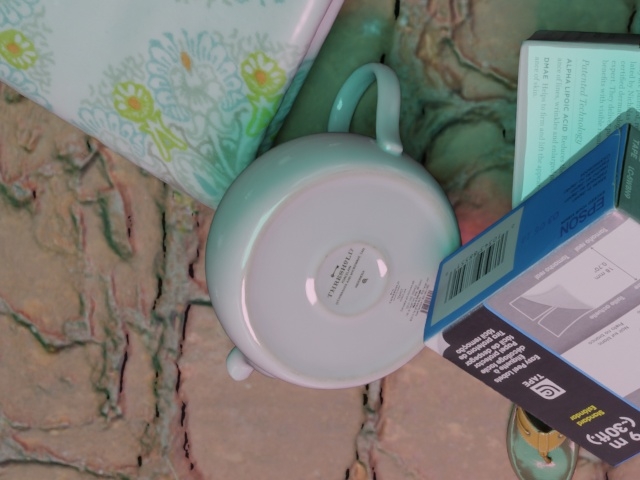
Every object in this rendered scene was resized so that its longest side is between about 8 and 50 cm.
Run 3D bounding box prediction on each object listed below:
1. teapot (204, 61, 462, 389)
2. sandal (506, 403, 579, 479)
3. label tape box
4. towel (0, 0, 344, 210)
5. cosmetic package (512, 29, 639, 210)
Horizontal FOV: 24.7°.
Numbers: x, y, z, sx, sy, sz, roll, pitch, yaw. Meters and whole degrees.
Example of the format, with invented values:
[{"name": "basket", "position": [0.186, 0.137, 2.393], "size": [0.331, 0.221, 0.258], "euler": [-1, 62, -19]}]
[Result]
[{"name": "teapot", "position": [0.000, 0.000, 1.362], "size": [0.256, 0.187, 0.252], "euler": [-27, 116, -8]}, {"name": "sandal", "position": [0.219, 0.163, 1.407], "size": [0.072, 0.049, 0.180], "euler": [11, 105, 11]}, {"name": "label tape box", "position": [0.294, 0.083, 1.240], "size": [0.333, 0.106, 0.240], "euler": [33, 135, -17]}, {"name": "towel", "position": [-0.149, -0.238, 1.343], "size": [0.320, 0.090, 0.374], "euler": [33, 126, 6]}, {"name": "cosmetic package", "position": [0.269, -0.102, 1.282], "size": [0.183, 0.151, 0.151], "euler": [4, 103, 12]}]
